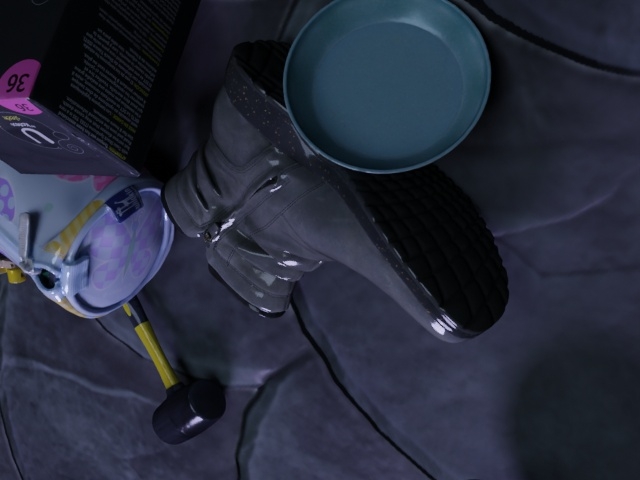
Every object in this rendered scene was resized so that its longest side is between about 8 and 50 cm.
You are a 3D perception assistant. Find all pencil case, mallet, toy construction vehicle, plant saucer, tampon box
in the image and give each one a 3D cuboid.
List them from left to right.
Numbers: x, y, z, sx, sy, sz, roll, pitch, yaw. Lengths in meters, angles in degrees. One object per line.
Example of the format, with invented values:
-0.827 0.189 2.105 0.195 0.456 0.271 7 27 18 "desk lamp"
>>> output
-0.304 -0.008 0.826 0.098 0.035 0.085 12 110 40 "toy construction vehicle"
-0.243 -0.047 0.710 0.273 0.124 0.113 31 143 25 "pencil case"
-0.166 -0.135 0.592 0.120 0.101 0.161 3 68 33 "tampon box"
-0.136 0.071 0.733 0.062 0.039 0.189 -27 85 39 "mallet"
0.039 -0.091 0.529 0.119 0.021 0.119 -2 73 7 "plant saucer"

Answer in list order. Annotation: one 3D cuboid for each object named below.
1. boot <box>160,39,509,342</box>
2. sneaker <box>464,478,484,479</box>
0.000 0.000 0.595 0.246 0.083 0.161 48 133 19 "boot"
0.142 0.279 0.562 0.256 0.094 0.151 45 119 12 "sneaker"
